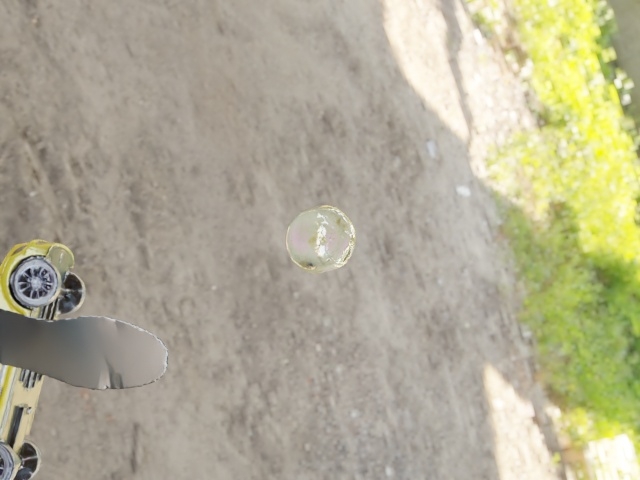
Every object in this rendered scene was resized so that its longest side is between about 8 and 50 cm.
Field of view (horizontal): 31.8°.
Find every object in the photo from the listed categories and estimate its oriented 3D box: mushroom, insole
[{"bbox_3d":[0.000,0.000,1.306,0.067,0.084,0.083,60,21,-66],"label":"mushroom"},{"bbox_3d":[-0.217,0.086,0.920,0.004,0.189,0.064,-67,167,-80],"label":"insole"}]

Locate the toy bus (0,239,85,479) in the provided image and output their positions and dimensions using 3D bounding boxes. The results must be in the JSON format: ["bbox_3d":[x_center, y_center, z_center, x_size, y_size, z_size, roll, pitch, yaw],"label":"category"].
[{"bbox_3d":[-0.401,0.155,1.373,0.145,0.151,0.331,78,25,-82],"label":"toy bus"}]
